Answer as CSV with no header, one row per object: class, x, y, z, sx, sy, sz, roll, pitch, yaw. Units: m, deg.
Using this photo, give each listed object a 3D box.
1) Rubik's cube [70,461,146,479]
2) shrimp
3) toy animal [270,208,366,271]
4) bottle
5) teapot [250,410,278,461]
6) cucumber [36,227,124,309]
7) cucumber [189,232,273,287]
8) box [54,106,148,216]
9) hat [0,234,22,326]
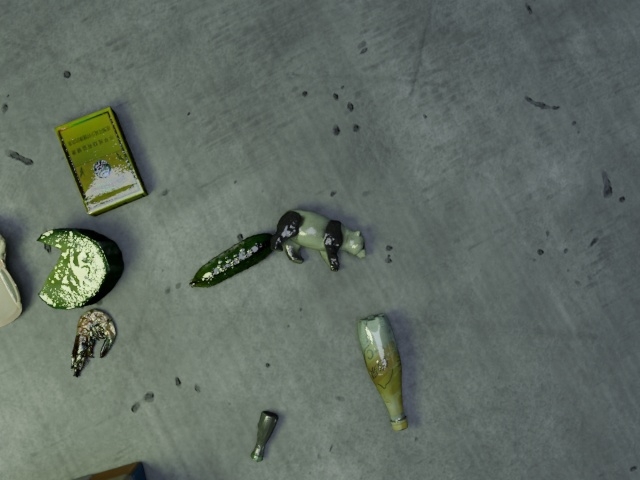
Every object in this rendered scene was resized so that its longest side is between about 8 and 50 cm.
Rubik's cube,-0.515,0.699,1.400,0.344,0.347,0.347,-15,88,-3
shrimp,-0.528,0.241,1.586,0.091,0.034,0.161,15,85,-3
toy animal,0.000,0.000,1.610,0.225,0.094,0.121,15,76,-1
bottle,0.151,0.308,1.597,0.083,0.083,0.270,-13,89,-4
teapot,-0.133,0.454,1.592,0.042,0.043,0.111,19,88,-2
cucumber,-0.544,0.063,1.559,0.191,0.130,0.191,0,90,3
cucumber,-0.205,0.049,1.605,0.227,0.069,0.069,-30,88,-1
box,-0.509,-0.182,1.603,0.140,0.064,0.220,-21,89,-5
hat,-0.779,0.087,1.565,0.219,0.164,0.226,-22,127,-5
